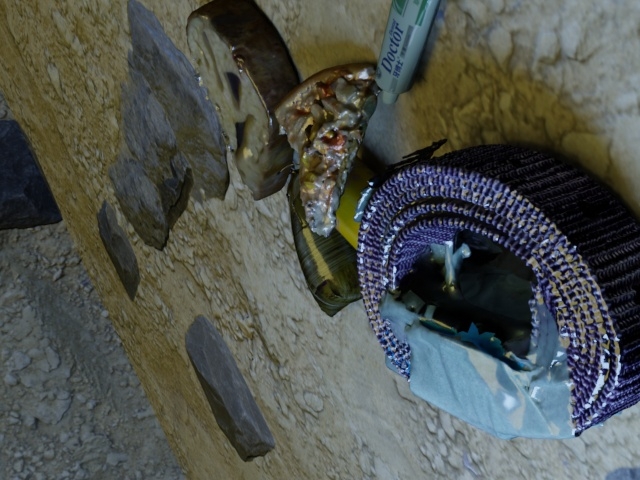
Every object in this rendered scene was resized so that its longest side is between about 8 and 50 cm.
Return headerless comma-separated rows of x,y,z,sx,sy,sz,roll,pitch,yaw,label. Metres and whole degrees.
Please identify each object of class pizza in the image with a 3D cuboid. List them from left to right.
-0.002,-0.099,1.299,0.185,0.052,0.195,-19,65,51,pizza

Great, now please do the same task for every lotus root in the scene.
-0.086,-0.185,1.496,0.170,0.074,0.260,-11,101,63,lotus root

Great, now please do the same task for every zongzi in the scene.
0.000,0.000,1.482,0.184,0.084,0.187,128,123,-75,zongzi

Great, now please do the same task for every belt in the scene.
0.168,0.048,1.072,0.325,0.122,0.260,24,122,44,belt

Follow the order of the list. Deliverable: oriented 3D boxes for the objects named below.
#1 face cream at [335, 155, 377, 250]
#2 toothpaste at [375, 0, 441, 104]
0.087,0.005,1.290,0.273,0.078,0.078,47,150,38,face cream
0.088,-0.215,1.144,0.064,0.041,0.218,43,146,23,toothpaste
